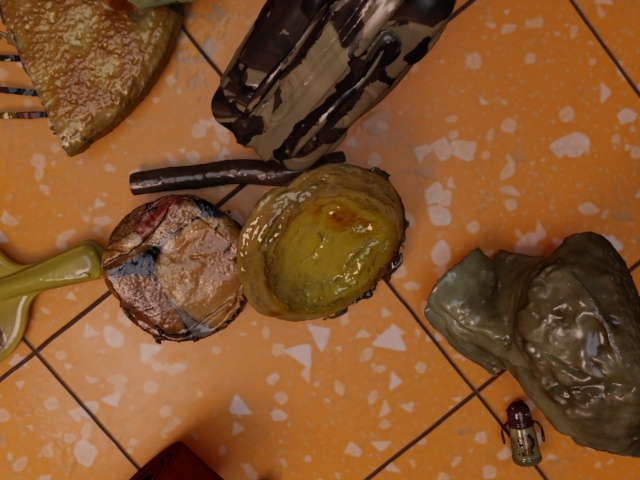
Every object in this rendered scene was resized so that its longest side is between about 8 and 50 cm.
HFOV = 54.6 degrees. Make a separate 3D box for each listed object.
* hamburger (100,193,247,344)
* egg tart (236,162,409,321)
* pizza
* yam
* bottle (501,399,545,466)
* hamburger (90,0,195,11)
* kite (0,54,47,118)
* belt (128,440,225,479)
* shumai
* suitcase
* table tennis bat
[{"bbox_3d":[-0.205,0.040,0.925,0.231,0.107,0.230,-1,95,-7],"label":"hamburger"},{"bbox_3d":[0.000,0.000,0.905,0.279,0.095,0.278,-16,130,-20],"label":"egg tart"},{"bbox_3d":[-0.361,-0.311,0.904,0.288,0.075,0.280,45,87,-6],"label":"pizza"},{"bbox_3d":[-0.123,-0.100,0.947,0.327,0.045,0.045,-6,126,-1],"label":"yam"},{"bbox_3d":[0.324,0.310,1.001,0.063,0.047,0.101,-12,94,-11],"label":"bottle"},{"bbox_3d":[-0.250,-0.424,0.857,0.214,0.125,0.235,-22,72,-35],"label":"hamburger"},{"bbox_3d":[-0.543,-0.233,0.927,0.286,0.015,0.152,0,95,-3],"label":"kite"},{"bbox_3d":[-0.267,0.433,0.895,0.115,0.227,0.324,46,110,-5],"label":"belt"},{"bbox_3d":[0.319,0.159,0.898,0.289,0.292,0.329,-21,95,29],"label":"shumai"},{"bbox_3d":[0.019,-0.242,0.756,0.194,0.339,0.351,33,136,-15],"label":"suitcase"},{"bbox_3d":[-0.499,0.081,0.939,0.369,0.054,0.224,-16,96,2],"label":"table tennis bat"}]
